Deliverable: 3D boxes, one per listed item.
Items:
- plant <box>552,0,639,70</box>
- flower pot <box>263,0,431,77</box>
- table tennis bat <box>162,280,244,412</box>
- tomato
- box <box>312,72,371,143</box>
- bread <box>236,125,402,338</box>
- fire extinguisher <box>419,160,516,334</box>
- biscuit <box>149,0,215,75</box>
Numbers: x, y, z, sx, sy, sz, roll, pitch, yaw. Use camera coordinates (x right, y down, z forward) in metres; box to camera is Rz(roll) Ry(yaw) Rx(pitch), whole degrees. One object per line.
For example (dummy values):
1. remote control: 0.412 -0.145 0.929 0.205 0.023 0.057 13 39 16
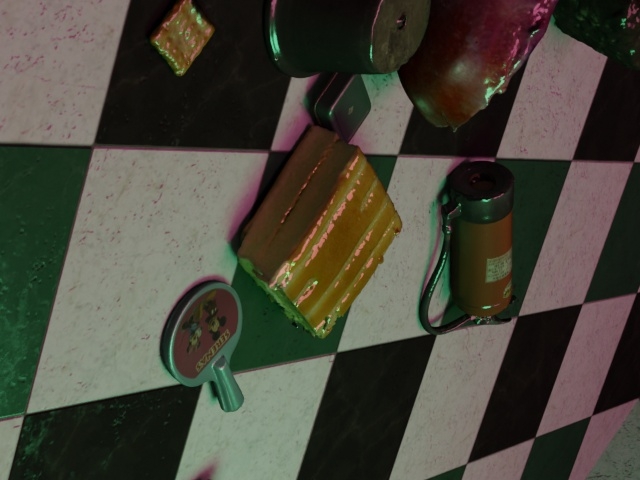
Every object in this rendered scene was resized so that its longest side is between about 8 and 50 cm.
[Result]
1. plant: 0.587 -0.424 2.341 0.215 0.312 0.213 -61 153 -13
2. flower pot: 0.053 -0.312 1.762 0.235 0.148 0.235 -37 140 -40
3. table tennis bat: -0.157 0.161 1.891 0.153 0.040 0.244 -47 140 -29
4. tomato: 0.193 -0.316 1.870 0.176 0.335 0.289 29 93 -16
5. box: 0.034 -0.195 1.909 0.091 0.031 0.126 -55 158 -14
6. bread: 0.000 0.000 1.937 0.246 0.111 0.239 -56 147 -14
7. fire extinguisher: 0.265 0.038 2.406 0.200 0.113 0.376 -10 131 -3
8. biscuit: -0.167 -0.251 1.592 0.081 0.018 0.083 -58 148 -12
